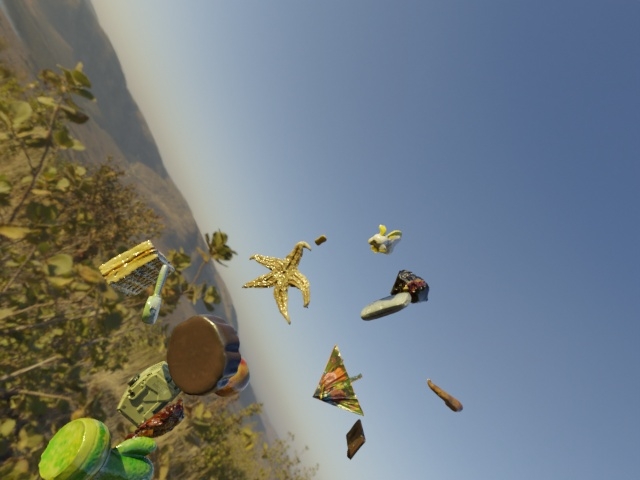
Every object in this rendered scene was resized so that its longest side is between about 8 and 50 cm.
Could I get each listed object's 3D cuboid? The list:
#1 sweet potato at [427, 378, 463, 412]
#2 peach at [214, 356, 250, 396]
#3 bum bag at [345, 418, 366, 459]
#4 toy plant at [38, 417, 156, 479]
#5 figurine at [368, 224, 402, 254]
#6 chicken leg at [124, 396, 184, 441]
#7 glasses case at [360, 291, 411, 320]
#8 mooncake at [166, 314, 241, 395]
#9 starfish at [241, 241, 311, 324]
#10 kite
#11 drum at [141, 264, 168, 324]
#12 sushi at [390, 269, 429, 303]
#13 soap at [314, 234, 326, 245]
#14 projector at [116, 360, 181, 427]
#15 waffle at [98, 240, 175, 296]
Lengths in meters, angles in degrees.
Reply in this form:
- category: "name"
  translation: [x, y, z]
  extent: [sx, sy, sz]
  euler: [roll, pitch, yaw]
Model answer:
- category: "sweet potato"
  translation: [0.511, 0.641, 1.672]
  extent: [0.214, 0.050, 0.050]
  euler: [42, -9, -16]
- category: "peach"
  translation: [-0.493, 0.714, 2.182]
  extent: [0.231, 0.231, 0.231]
  euler: [57, -17, 29]
- category: "bum bag"
  translation: [0.143, 0.831, 1.724]
  extent: [0.026, 0.109, 0.159]
  euler: [35, 6, -8]
- category: "toy plant"
  translation: [-0.643, 0.671, 1.236]
  extent: [0.184, 0.224, 0.315]
  euler: [20, -27, 47]
- category: "figurine"
  translation: [0.315, 0.006, 1.917]
  extent: [0.109, 0.178, 0.129]
  euler: [38, -71, 48]
- category: "chicken leg"
  translation: [-0.583, 0.657, 1.458]
  extent: [0.322, 0.177, 0.083]
  euler: [-45, -113, 41]
- category: "glasses case"
  translation: [0.313, 0.320, 1.977]
  extent: [0.282, 0.109, 0.067]
  euler: [-29, -77, 37]
- category: "mooncake"
  translation: [-0.412, 0.410, 1.475]
  extent: [0.283, 0.283, 0.141]
  euler: [59, 17, 23]
- category: "starfish"
  translation: [-0.151, 0.141, 1.500]
  extent: [0.303, 0.299, 0.060]
  euler: [8, -12, 28]
- category: "kite"
  translation: [0.067, 0.606, 1.725]
  extent: [0.016, 0.234, 0.321]
  euler: [51, 13, -54]
- category: "drum"
  translation: [-0.692, 0.236, 1.733]
  extent: [0.130, 0.049, 0.253]
  euler: [119, -19, -47]
- category: "sushi"
  translation: [0.509, 0.267, 2.216]
  extent: [0.153, 0.172, 0.150]
  euler: [-70, -157, 11]
- category: "soap"
  translation: [0.000, 0.000, 1.814]
  extent: [0.034, 0.012, 0.089]
  euler: [54, -36, -2]
- category: "projector"
  translation: [-0.748, 0.665, 1.784]
  extent: [0.193, 0.269, 0.088]
  euler: [47, -5, -10]
- category: "waffle"
  translation: [-0.853, 0.140, 1.946]
  extent: [0.114, 0.261, 0.376]
  euler: [57, -16, 9]
